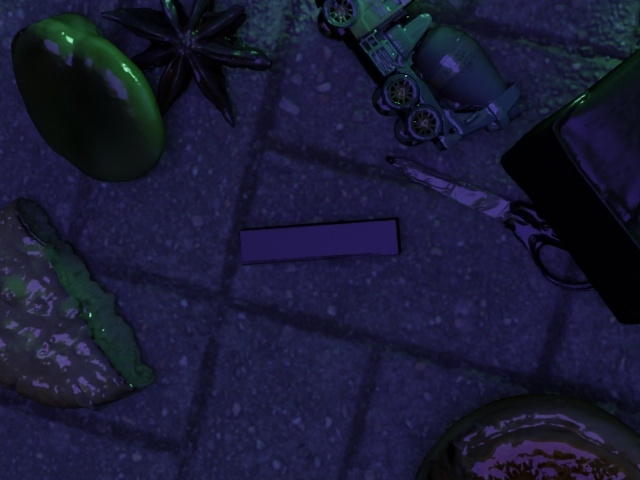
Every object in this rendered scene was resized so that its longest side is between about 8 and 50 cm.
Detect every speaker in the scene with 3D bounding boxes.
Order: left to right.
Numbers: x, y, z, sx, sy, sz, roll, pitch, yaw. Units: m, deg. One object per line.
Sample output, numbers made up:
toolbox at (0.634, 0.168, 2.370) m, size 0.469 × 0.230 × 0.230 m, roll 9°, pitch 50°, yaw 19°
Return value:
speaker at (0.000, 0.000, 1.716) m, size 0.191 × 0.040 × 0.046 m, roll -4°, pitch 94°, yaw 9°

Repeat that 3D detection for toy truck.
toy truck at (0.111, -0.214, 1.647) m, size 0.140 × 0.108 × 0.257 m, roll -36°, pitch 93°, yaw -3°

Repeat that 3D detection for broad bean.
broad bean at (-0.282, -0.168, 1.698) m, size 0.228 × 0.100 × 0.169 m, roll 41°, pitch 127°, yaw 10°

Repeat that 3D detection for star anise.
star anise at (-0.156, -0.223, 1.700) m, size 0.204 × 0.061 × 0.181 m, roll -1°, pitch 104°, yaw 11°

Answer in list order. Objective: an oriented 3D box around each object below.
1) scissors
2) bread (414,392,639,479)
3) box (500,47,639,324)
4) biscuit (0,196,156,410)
scissors at (0.214, -0.037, 1.691) m, size 0.300 × 0.022 × 0.109 m, roll 25°, pitch 96°, yaw 4°
bread at (0.255, 0.312, 1.658) m, size 0.305 × 0.159 × 0.306 m, roll 1°, pitch 100°, yaw 7°
box at (0.360, -0.065, 1.502) m, size 0.204 × 0.345 × 0.251 m, roll -37°, pitch 89°, yaw -2°
biscuit at (-0.344, 0.105, 1.753) m, size 0.179 × 0.084 × 0.281 m, roll -38°, pitch 91°, yaw 10°
